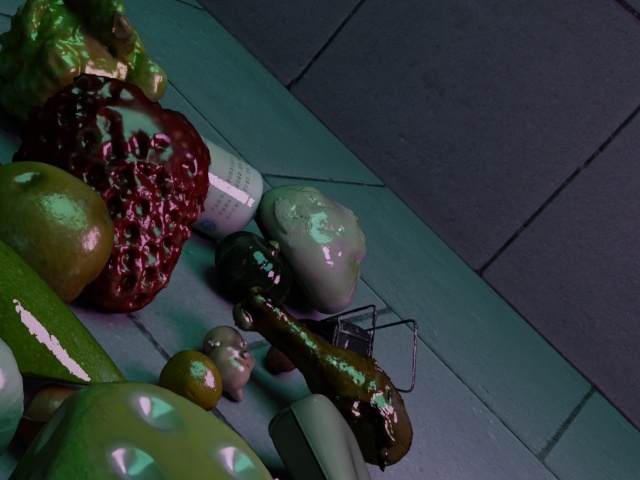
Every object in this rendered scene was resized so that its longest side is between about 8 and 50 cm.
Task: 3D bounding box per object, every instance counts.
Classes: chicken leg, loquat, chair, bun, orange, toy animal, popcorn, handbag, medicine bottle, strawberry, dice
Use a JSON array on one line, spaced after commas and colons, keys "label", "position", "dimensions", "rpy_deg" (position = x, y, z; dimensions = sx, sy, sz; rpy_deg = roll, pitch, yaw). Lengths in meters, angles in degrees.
[{"label": "chicken leg", "position": [0.018, 0.221, 1.565], "dimensions": [0.361, 0.140, 0.211], "rpy_deg": [47, -8, 11]}, {"label": "loquat", "position": [-0.382, -0.002, 1.228], "dimensions": [0.213, 0.213, 0.213], "rpy_deg": [37, 17, -13]}, {"label": "chair", "position": [0.057, 0.214, 1.821], "dimensions": [0.140, 0.221, 0.145], "rpy_deg": [24, 66, -45]}, {"label": "bun", "position": [0.000, 0.000, 1.929], "dimensions": [0.293, 0.187, 0.293], "rpy_deg": [54, -6, 8]}, {"label": "orange", "position": [-0.184, 0.204, 1.340], "dimensions": [0.095, 0.085, 0.085], "rpy_deg": [46, 16, -10]}, {"label": "toy animal", "position": [-0.148, 0.188, 1.488], "dimensions": [0.083, 0.089, 0.150], "rpy_deg": [14, 27, -13]}, {"label": "popcorn", "position": [-0.457, -0.317, 1.704], "dimensions": [0.274, 0.279, 0.335], "rpy_deg": [54, -9, -21]}, {"label": "handbag", "position": [0.053, 0.374, 1.300], "dimensions": [0.315, 0.109, 0.241], "rpy_deg": [52, -4, 41]}, {"label": "medicine bottle", "position": [-0.269, -0.132, 1.845], "dimensions": [0.293, 0.170, 0.170], "rpy_deg": [32, 19, -30]}, {"label": "strawberry", "position": [-0.307, -0.060, 1.454], "dimensions": [0.317, 0.295, 0.345], "rpy_deg": [81, -6, -58]}, {"label": "dice", "position": [-0.184, 0.289, 0.889], "dimensions": [0.238, 0.227, 0.233], "rpy_deg": [34, 16, -17]}]

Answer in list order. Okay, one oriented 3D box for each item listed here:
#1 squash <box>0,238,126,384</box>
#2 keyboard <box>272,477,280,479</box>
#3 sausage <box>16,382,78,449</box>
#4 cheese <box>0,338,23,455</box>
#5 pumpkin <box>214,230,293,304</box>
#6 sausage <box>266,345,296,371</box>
[{"label": "squash", "position": [-0.330, 0.144, 1.077], "dimensions": [0.203, 0.111, 0.289], "rpy_deg": [-59, 134, -40]}, {"label": "keyboard", "position": [-0.027, 0.423, 1.032], "dimensions": [0.106, 0.027, 0.317], "rpy_deg": [-4, 66, -48]}, {"label": "sausage", "position": [-0.169, 0.312, 1.084], "dimensions": [0.419, 0.094, 0.094], "rpy_deg": [40, 56, -6]}, {"label": "cheese", "position": [-0.374, 0.150, 0.880], "dimensions": [0.154, 0.198, 0.189], "rpy_deg": [27, -3, 37]}, {"label": "pumpkin", "position": [-0.124, 0.056, 1.770], "dimensions": [0.167, 0.125, 0.167], "rpy_deg": [48, 24, -30]}, {"label": "sausage", "position": [-0.061, 0.203, 1.659], "dimensions": [0.059, 0.054, 0.094], "rpy_deg": [50, 18, 9]}]
